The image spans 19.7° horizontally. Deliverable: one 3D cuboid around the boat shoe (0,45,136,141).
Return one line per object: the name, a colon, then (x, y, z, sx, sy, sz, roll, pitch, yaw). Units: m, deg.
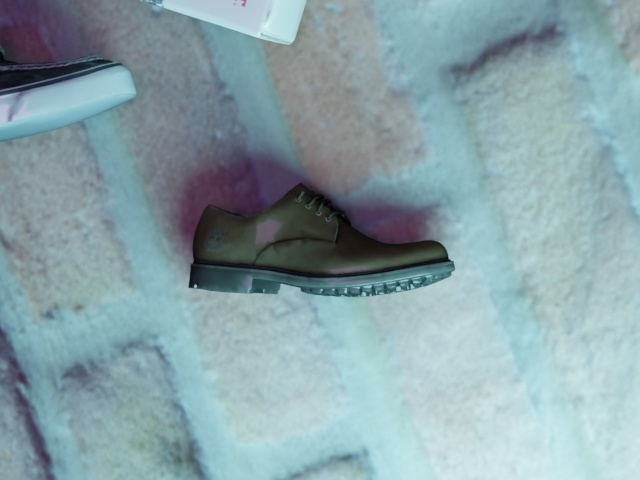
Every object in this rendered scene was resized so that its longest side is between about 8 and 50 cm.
boat shoe: (-0.315, -0.133, 1.581, 0.306, 0.113, 0.105, -11, 88, 8)

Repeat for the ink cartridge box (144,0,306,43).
ink cartridge box: (-0.115, -0.280, 1.543, 0.237, 0.100, 0.172, 19, 96, 15)

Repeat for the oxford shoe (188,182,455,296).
oxford shoe: (0.000, 0.000, 1.528, 0.227, 0.083, 0.096, 3, 87, 14)
